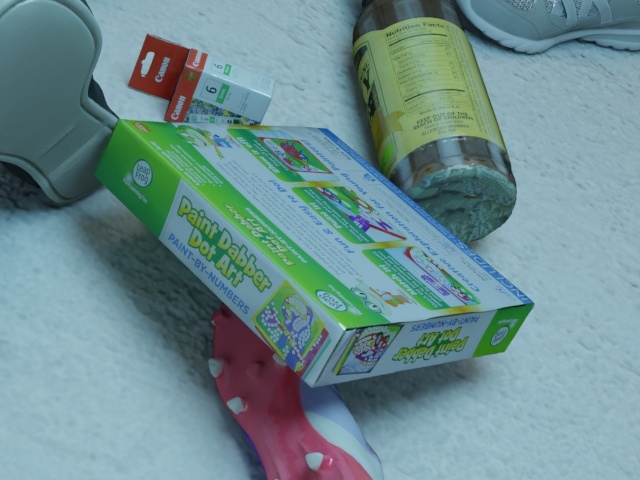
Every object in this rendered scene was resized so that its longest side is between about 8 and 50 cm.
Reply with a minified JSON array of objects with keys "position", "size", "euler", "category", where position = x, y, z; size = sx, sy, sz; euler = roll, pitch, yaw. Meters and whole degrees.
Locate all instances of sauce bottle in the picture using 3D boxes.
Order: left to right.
[{"position":[0.089,-0.151,1.274],"size":[0.111,0.111,0.344],"euler":[9,45,-21],"category":"sauce bottle"}]

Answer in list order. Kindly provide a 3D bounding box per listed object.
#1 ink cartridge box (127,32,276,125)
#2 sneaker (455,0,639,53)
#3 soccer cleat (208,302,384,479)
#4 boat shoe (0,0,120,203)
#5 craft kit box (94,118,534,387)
[{"position":[-0.102,-0.124,1.178],"size":[0.115,0.063,0.029],"euler":[20,41,-10],"category":"ink cartridge box"},{"position":[0.262,-0.271,1.475],"size":[0.281,0.115,0.105],"euler":[-6,53,-31],"category":"sneaker"},{"position":[-0.011,0.126,0.990],"size":[0.095,0.083,0.248],"euler":[40,19,-45],"category":"soccer cleat"},{"position":[-0.204,-0.112,0.949],"size":[0.112,0.335,0.095],"euler":[-40,79,-9],"category":"boat shoe"},{"position":[0.000,0.000,1.042],"size":[0.250,0.061,0.246],"euler":[42,23,30],"category":"craft kit box"}]
